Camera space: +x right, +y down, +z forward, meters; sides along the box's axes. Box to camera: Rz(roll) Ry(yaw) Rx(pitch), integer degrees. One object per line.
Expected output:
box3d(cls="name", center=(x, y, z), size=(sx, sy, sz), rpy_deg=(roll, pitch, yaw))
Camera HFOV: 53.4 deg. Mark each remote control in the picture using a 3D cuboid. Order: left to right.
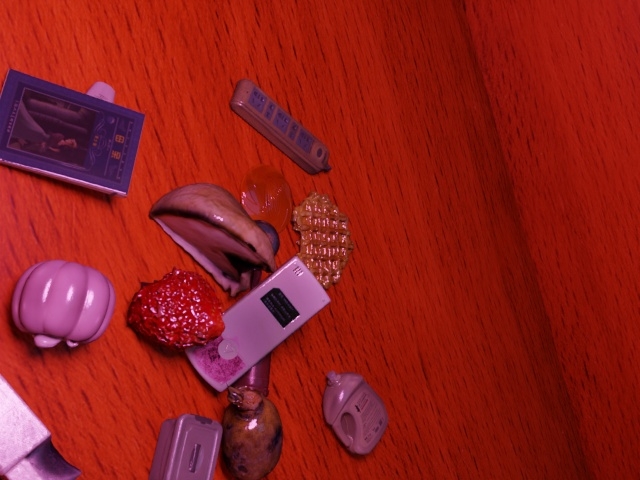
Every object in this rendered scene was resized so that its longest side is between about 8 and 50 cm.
box3d(cls="remote control", center=(-0.147, 0.193, 1.475), size=(0.344, 0.050, 0.145), rpy_deg=(-38, 98, -10))

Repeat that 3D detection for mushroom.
box3d(cls="mushroom", center=(-0.203, -0.026, 1.468), size=(0.292, 0.217, 0.212), rpy_deg=(58, 41, -22))

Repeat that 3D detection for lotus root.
box3d(cls="lotus root", center=(-0.156, 0.427, 1.441), size=(0.154, 0.154, 0.278), rpy_deg=(-36, 134, -46))

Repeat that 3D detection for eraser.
box3d(cls="eraser", center=(-0.559, 0.260, 1.029), size=(0.404, 0.098, 0.096), rpy_deg=(53, 49, -5))

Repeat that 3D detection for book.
box3d(cls="book", center=(-0.497, -0.209, 1.255), size=(0.269, 0.025, 0.191), rpy_deg=(16, 69, -25))

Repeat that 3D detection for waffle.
box3d(cls="waffle", center=(-0.002, 0.000, 1.812), size=(0.291, 0.051, 0.291), rpy_deg=(10, 77, -47))

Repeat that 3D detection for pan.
box3d(cls="pan", center=(-0.160, 0.050, 1.624), size=(0.115, 0.040, 0.212), rpy_deg=(9, 80, -28))

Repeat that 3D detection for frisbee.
box3d(cls="frisbee", center=(-0.135, -0.112, 1.698), size=(0.192, 0.035, 0.192), rpy_deg=(13, 73, -47))

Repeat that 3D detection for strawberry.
box3d(cls="strawberry", center=(-0.292, 0.153, 1.357), size=(0.184, 0.201, 0.187), rpy_deg=(-62, 148, -13))

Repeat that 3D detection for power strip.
box3d(cls="power strip", center=(-0.092, -0.297, 1.759), size=(0.387, 0.066, 0.092), rpy_deg=(37, 59, -39))

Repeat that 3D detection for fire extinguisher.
box3d(cls="fire extinguisher", center=(-0.159, 0.241, 1.550), size=(0.105, 0.105, 0.269), rpy_deg=(20, 68, -44))

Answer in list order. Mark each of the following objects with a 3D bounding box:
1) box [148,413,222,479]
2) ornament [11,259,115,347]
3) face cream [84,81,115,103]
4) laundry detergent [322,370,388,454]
box3d(cls="box", center=(-0.294, 0.463, 1.365), size=(0.124, 0.093, 0.172), rpy_deg=(31, 60, -40))
box3d(cls="ornament", center=(-0.473, 0.123, 1.173), size=(0.177, 0.177, 0.177), rpy_deg=(12, 74, -47))
box3d(cls="face cream", center=(-0.482, -0.246, 1.322), size=(0.072, 0.051, 0.182), rpy_deg=(32, 61, -32))
box3d(cls="laundry detergent", center=(0.086, 0.468, 1.790), size=(0.181, 0.091, 0.253), rpy_deg=(-49, 119, -35))
